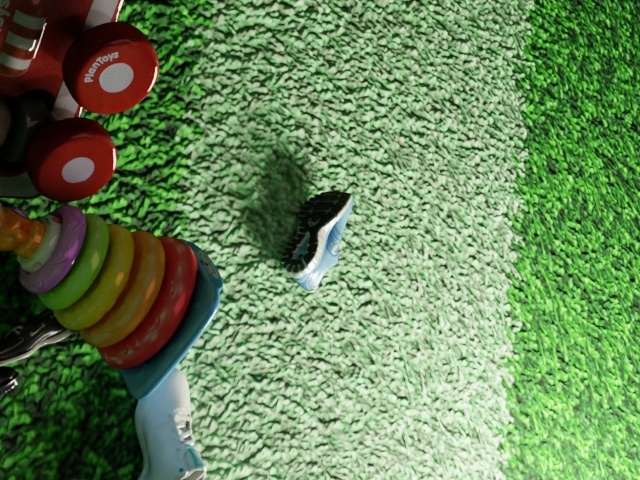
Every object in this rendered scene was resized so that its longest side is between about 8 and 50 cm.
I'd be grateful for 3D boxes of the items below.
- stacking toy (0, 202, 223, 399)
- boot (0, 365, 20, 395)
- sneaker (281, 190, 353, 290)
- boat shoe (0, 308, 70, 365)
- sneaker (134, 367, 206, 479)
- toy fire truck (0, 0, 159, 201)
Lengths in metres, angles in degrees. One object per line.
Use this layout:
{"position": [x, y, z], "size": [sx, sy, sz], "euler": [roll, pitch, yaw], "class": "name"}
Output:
{"position": [-0.271, 0.026, 1.760], "size": [0.302, 0.175, 0.166], "euler": [32, 101, -31], "class": "stacking toy"}
{"position": [-0.388, 0.130, 1.695], "size": [0.121, 0.045, 0.099], "euler": [-23, 102, -23], "class": "boot"}
{"position": [0.000, 0.000, 2.169], "size": [0.162, 0.063, 0.073], "euler": [-60, 142, -30], "class": "sneaker"}
{"position": [-0.329, 0.108, 1.785], "size": [0.125, 0.046, 0.038], "euler": [-28, 103, -49], "class": "boat shoe"}
{"position": [-0.170, 0.253, 1.895], "size": [0.080, 0.094, 0.212], "euler": [21, 68, -42], "class": "sneaker"}
{"position": [-0.335, -0.176, 1.694], "size": [0.254, 0.302, 0.169], "euler": [4, 39, -35], "class": "toy fire truck"}
